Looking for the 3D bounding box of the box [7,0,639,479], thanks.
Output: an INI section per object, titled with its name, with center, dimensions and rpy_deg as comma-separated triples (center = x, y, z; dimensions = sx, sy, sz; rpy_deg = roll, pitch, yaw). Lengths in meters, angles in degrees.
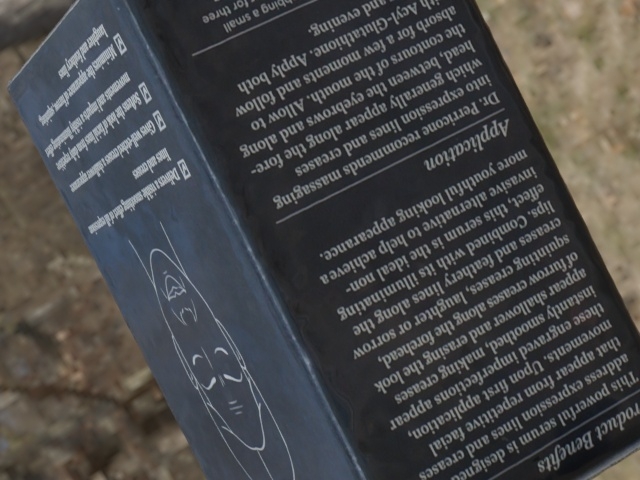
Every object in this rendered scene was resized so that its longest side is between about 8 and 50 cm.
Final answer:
[box]
center = 0.000, 0.000, 1.187
dimensions = 0.395, 0.212, 0.293
rpy_deg = 64, 158, -2
